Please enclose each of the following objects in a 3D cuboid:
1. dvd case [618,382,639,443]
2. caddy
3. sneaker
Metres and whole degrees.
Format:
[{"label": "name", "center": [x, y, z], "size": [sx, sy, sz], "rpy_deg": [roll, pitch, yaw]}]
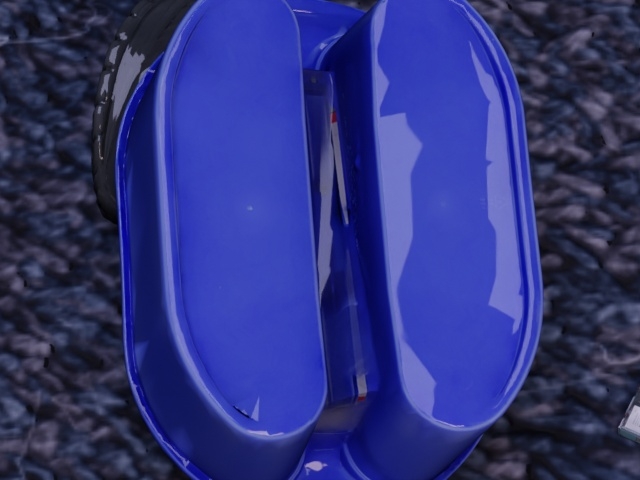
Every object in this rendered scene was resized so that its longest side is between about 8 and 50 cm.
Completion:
[{"label": "dvd case", "center": [0.248, 0.086, 1.193], "size": [0.087, 0.013, 0.119], "rpy_deg": [22, 66, 16]}, {"label": "caddy", "center": [0.000, 0.000, 1.169], "size": [0.241, 0.179, 0.341], "rpy_deg": [-1, 75, -11]}, {"label": "sneaker", "center": [-0.059, -0.129, 1.287], "size": [0.130, 0.109, 0.286], "rpy_deg": [23, 70, 9]}]
